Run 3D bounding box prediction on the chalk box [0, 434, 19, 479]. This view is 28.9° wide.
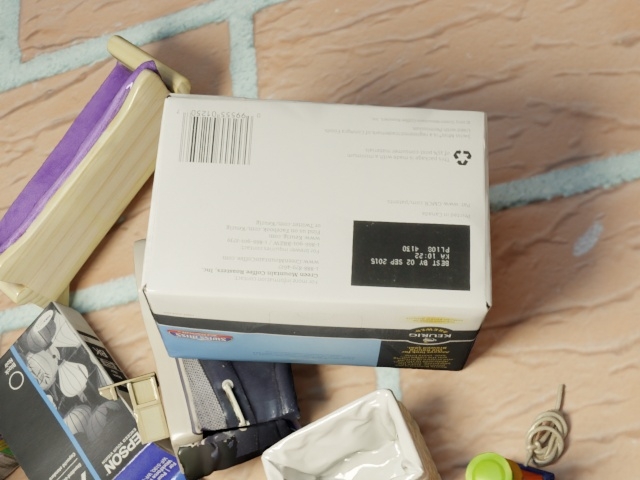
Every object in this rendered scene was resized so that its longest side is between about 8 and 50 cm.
[{"bbox_3d":[-0.503,0.246,1.553,0.132,0.213,0.132,-41,57,4],"label":"chalk box"}]

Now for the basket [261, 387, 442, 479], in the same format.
[{"bbox_3d":[0.040,0.254,1.359,0.167,0.103,0.113,-30,59,12],"label":"basket"}]

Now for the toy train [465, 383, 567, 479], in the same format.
[{"bbox_3d":[0.190,0.244,1.267,0.105,0.143,0.248,12,74,28],"label":"toy train"}]

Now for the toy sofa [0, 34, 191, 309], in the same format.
[{"bbox_3d":[-0.320,-0.091,1.637,0.150,0.177,0.362,35,87,32],"label":"toy sofa"}]

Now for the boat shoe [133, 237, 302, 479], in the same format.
[{"bbox_3d":[-0.125,0.124,1.502,0.158,0.127,0.340,-14,54,-7],"label":"boat shoe"}]

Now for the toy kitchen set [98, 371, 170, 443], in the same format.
[{"bbox_3d":[-0.220,0.201,1.468,0.068,0.083,0.075,-15,89,-6],"label":"toy kitchen set"}]

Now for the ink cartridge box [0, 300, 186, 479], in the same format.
[{"bbox_3d":[-0.293,0.242,1.539,0.165,0.065,0.333,-48,58,5],"label":"ink cartridge box"}]

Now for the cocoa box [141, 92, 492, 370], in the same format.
[{"bbox_3d":[0.000,0.000,1.352,0.347,0.228,0.231,3,68,1],"label":"cocoa box"}]
